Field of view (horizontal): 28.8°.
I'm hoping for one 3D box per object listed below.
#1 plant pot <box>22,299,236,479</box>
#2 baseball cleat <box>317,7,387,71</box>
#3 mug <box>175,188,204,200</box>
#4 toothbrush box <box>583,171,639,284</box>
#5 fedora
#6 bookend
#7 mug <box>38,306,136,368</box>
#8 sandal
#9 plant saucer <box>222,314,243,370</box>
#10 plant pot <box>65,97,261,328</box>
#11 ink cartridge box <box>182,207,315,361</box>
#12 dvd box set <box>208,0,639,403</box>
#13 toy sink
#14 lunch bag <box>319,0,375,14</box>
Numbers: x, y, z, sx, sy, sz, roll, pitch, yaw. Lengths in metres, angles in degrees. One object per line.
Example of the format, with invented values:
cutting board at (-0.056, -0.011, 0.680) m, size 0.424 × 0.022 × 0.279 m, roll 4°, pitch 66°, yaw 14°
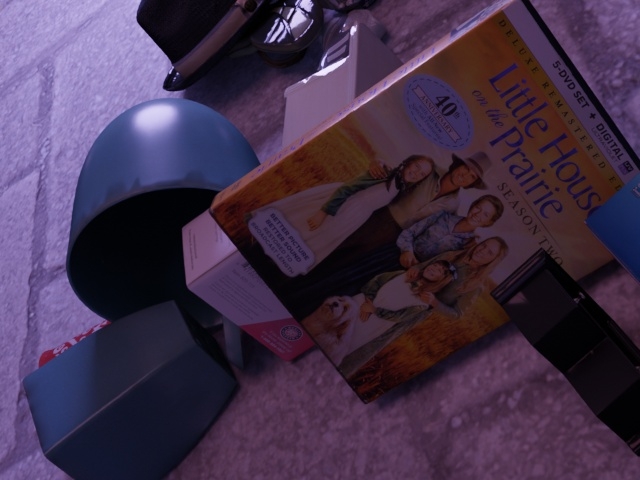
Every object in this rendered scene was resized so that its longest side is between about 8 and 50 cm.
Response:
plant pot at (-0.244, 0.204, 1.667) m, size 0.234 × 0.166 × 0.165 m, roll -39°, pitch 39°, yaw 3°
baseball cleat at (0.048, -0.276, 1.845) m, size 0.109 × 0.072 × 0.206 m, roll -29°, pitch 44°, yaw 23°
mug at (-0.204, -0.108, 1.919) m, size 0.129 × 0.097 × 0.158 m, roll 23°, pitch 93°, yaw 19°
toothbrush box at (0.443, -0.030, 1.207) m, size 0.295 × 0.126 × 0.216 m, roll -44°, pitch 37°, yaw 9°
fedora at (-0.192, -0.412, 2.067) m, size 0.334 × 0.152 × 0.334 m, roll -43°, pitch 19°, yaw 19°
bookend at (0.267, 0.110, 1.240) m, size 0.072 × 0.157 × 0.156 m, roll -43°, pitch 38°, yaw 9°
mug at (-0.309, 0.156, 1.809) m, size 0.169 × 0.113 × 0.150 m, roll -32°, pitch 43°, yaw 17°
sandal at (-0.063, -0.326, 1.993) m, size 0.120 × 0.086 × 0.302 m, roll -49°, pitch 20°, yaw -11°
plant saucer at (-0.118, 0.114, 1.653) m, size 0.021 × 0.119 × 0.119 m, roll -6°, pitch 45°, yaw -5°
plant pot at (-0.204, -0.054, 1.715) m, size 0.293 × 0.293 × 0.235 m, roll -32°, pitch 45°, yaw 22°
ink cartridge box at (0.000, 0.000, 1.552) m, size 0.283 × 0.207 × 0.117 m, roll -34°, pitch 39°, yaw 19°
dvd box set at (0.130, -0.035, 1.383) m, size 0.420 × 0.308 × 0.062 m, roll -32°, pitch 15°, yaw 20°
toy sink at (0.040, -0.148, 1.681) m, size 0.131 × 0.153 × 0.234 m, roll -23°, pitch 46°, yaw 31°
lunch bag at (0.013, -0.533, 1.912) m, size 0.256 × 0.305 × 0.212 m, roll -53°, pitch 35°, yaw -10°
